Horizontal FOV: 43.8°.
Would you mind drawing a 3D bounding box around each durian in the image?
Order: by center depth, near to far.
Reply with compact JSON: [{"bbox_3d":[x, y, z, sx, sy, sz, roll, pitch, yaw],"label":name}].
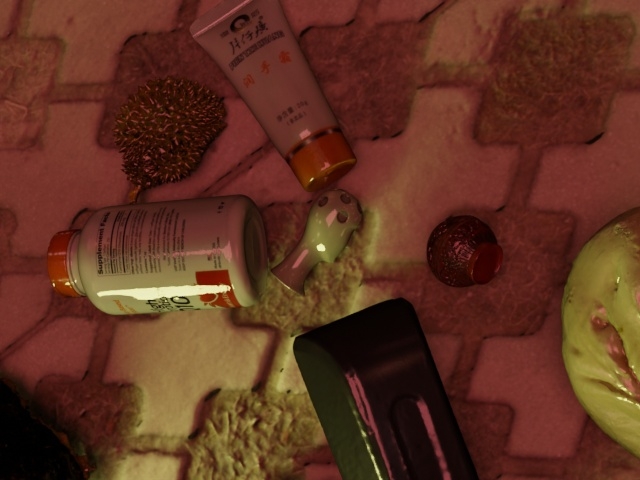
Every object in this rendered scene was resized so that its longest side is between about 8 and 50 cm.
[{"bbox_3d":[-0.239,-0.145,1.150,0.146,0.102,0.208,31,99,3],"label":"durian"}]

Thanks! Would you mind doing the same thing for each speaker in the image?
[{"bbox_3d":[0.122,0.272,1.017,0.180,0.184,0.388,-21,85,-14],"label":"speaker"}]

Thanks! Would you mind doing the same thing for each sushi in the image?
[{"bbox_3d":[-0.498,0.340,1.148,0.348,0.207,0.234,44,109,13],"label":"sushi"}]

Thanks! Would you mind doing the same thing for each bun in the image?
[{"bbox_3d":[0.439,0.133,0.927,0.326,0.234,0.362,-36,89,42],"label":"bun"}]

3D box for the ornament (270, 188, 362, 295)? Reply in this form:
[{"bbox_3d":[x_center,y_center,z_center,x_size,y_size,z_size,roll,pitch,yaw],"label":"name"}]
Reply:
[{"bbox_3d":[0.000,0.000,1.119,0.081,0.075,0.156,36,95,-9],"label":"ornament"}]

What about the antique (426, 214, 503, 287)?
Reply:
[{"bbox_3d":[0.190,0.015,1.072,0.104,0.104,0.104,0,90,10],"label":"antique"}]

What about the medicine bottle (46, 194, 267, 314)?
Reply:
[{"bbox_3d":[-0.229,0.024,1.116,0.289,0.157,0.157,-5,89,11],"label":"medicine bottle"}]

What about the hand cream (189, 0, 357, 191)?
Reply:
[{"bbox_3d":[-0.055,-0.223,1.129,0.140,0.089,0.314,-35,76,7],"label":"hand cream"}]
